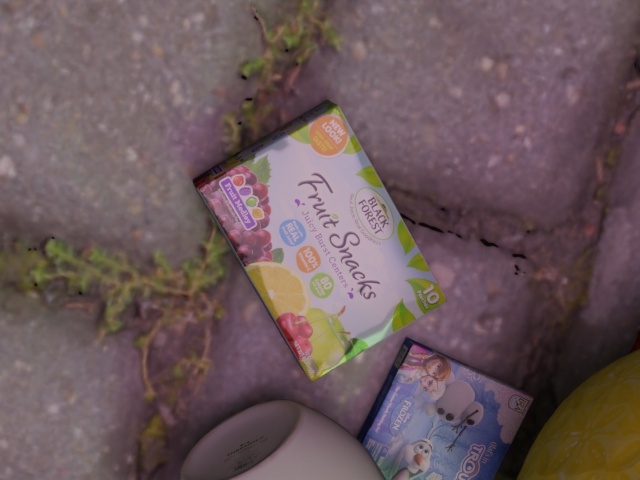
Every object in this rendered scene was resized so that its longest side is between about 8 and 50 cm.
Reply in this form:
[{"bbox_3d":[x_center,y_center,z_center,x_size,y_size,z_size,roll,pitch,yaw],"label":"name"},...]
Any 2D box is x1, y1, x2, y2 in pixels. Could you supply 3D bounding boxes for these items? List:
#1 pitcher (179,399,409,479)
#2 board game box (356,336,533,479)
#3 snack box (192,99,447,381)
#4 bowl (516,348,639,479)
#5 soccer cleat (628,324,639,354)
[{"bbox_3d":[0.024,0.190,1.099,0.177,0.125,0.207,-28,110,5],"label":"pitcher"},{"bbox_3d":[0.076,0.121,1.150,0.090,0.020,0.090,24,95,-13],"label":"board game box"},{"bbox_3d":[0.000,0.000,1.108,0.100,0.037,0.141,-31,103,-4],"label":"snack box"},{"bbox_3d":[0.261,0.121,1.074,0.289,0.289,0.156,14,74,-11],"label":"bowl"},{"bbox_3d":[0.218,0.070,1.163,0.035,0.029,0.083,28,97,-22],"label":"soccer cleat"}]
